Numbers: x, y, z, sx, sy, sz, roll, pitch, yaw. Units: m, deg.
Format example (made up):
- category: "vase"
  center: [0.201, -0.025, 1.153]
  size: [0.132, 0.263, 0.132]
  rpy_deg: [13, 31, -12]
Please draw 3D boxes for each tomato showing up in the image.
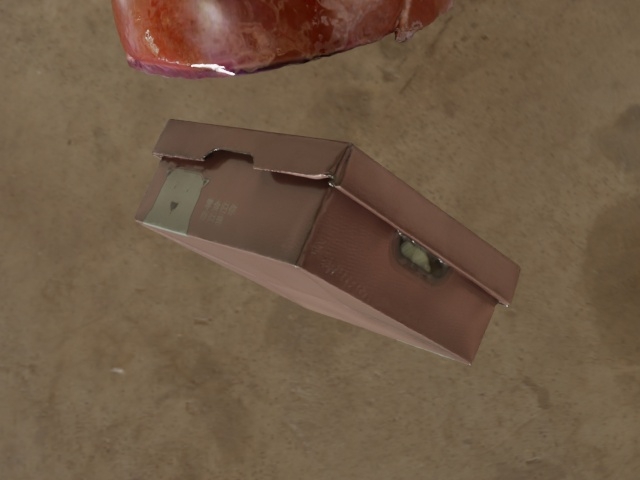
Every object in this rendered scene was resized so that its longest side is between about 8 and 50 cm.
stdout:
- category: "tomato"
  center: [-0.027, -0.270, 0.817]
  size: [0.289, 0.335, 0.176]
  rpy_deg: [-134, 31, -56]

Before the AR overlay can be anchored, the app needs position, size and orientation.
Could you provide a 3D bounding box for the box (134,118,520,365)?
- category: "box"
  center: [0.000, 0.000, 0.681]
  size: [0.215, 0.215, 0.086]
  rpy_deg: [13, 76, 47]
